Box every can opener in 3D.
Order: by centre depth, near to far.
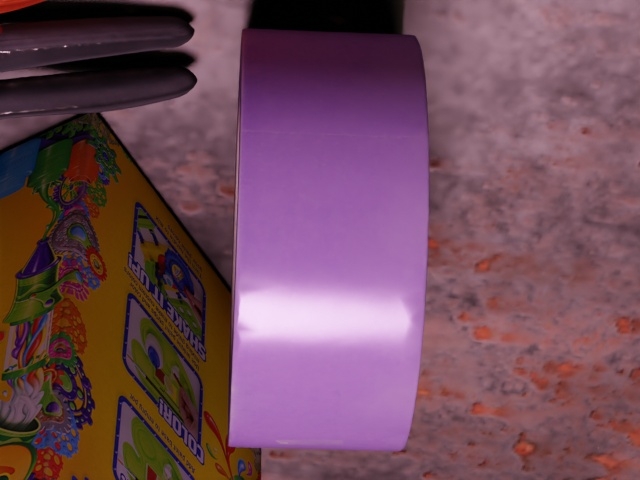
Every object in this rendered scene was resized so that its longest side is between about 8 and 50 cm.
[{"bbox_3d":[-0.149,-0.077,0.879,0.186,0.073,0.059,-11,127,-5],"label":"can opener"}]

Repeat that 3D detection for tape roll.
[{"bbox_3d":[0.000,0.000,0.862,0.080,0.189,0.189,3,129,-3],"label":"tape roll"}]

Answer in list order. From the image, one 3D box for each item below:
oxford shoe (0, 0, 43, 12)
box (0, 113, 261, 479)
[{"bbox_3d":[-0.078,-0.181,0.798,0.271,0.097,0.098,-30,90,29],"label":"oxford shoe"},{"bbox_3d":[-0.192,0.133,0.907,0.290,0.279,0.177,-23,126,16],"label":"box"}]
